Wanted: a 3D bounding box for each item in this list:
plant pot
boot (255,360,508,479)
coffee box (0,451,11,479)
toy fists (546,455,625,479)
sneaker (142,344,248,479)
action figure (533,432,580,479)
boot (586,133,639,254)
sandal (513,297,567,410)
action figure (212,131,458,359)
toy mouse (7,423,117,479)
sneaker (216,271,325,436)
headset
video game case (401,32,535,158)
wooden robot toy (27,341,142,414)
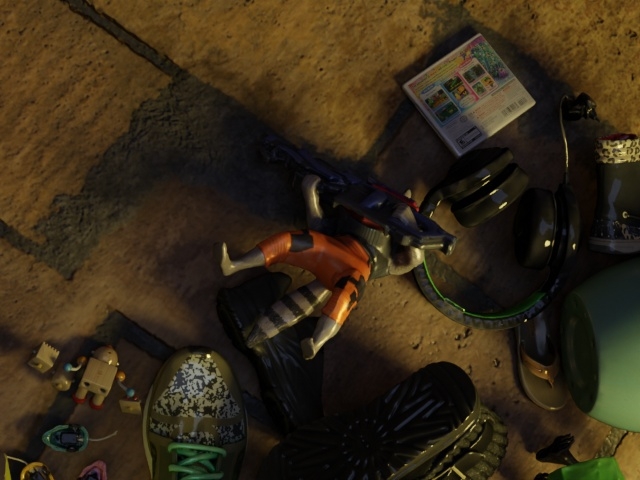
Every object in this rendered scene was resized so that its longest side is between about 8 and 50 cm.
[{"bbox_3d":[0.492,0.154,1.628,0.235,0.293,0.293,-4,88,-5],"label":"plant pot"},{"bbox_3d":[0.099,0.319,1.551,0.348,0.260,0.131,-27,61,3],"label":"boot"},{"bbox_3d":[-0.508,0.480,1.308,0.334,0.337,0.338,-11,95,-14],"label":"coffee box"},{"bbox_3d":[0.462,0.381,1.566,0.279,0.096,0.142,-9,57,-8],"label":"toy fists"},{"bbox_3d":[-0.167,0.349,1.495,0.158,0.182,0.410,4,85,-14],"label":"sneaker"},{"bbox_3d":[0.442,0.427,1.667,0.276,0.141,0.164,40,67,-7],"label":"action figure"},{"bbox_3d":[0.498,-0.076,1.690,0.236,0.085,0.178,-9,101,-39],"label":"boot"},{"bbox_3d":[0.341,0.177,1.700,0.072,0.049,0.180,-11,89,-14],"label":"sandal"},{"bbox_3d":[0.000,0.000,1.563,0.341,0.178,0.330,36,47,29],"label":"action figure"},{"bbox_3d":[-0.342,0.308,1.531,0.143,0.031,0.161,-40,97,-13],"label":"toy mouse"},{"bbox_3d":[-0.036,0.175,1.582,0.130,0.109,0.286,-28,96,-21],"label":"sneaker"},{"bbox_3d":[0.295,-0.054,1.680,0.243,0.185,0.394,33,95,-6],"label":"headset"},{"bbox_3d":[0.229,-0.224,1.697,0.157,0.019,0.143,-35,82,-13],"label":"video game case"},{"bbox_3d":[-0.318,0.181,1.541,0.173,0.076,0.079,25,46,-11],"label":"wooden robot toy"}]
